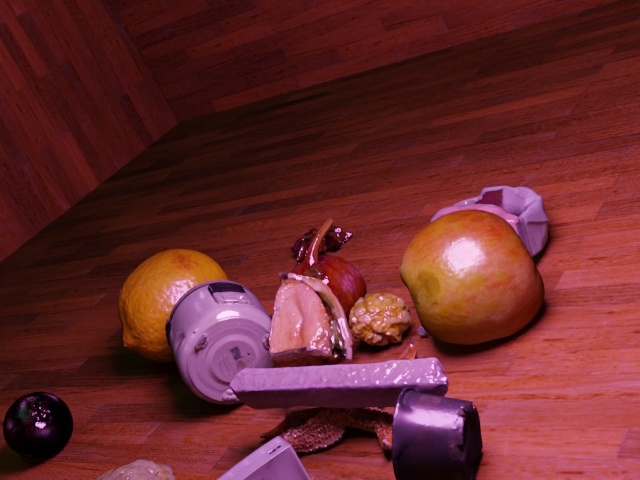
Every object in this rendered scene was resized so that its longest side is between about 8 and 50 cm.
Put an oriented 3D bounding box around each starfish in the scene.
[{"bbox_3d":[0.011,0.287,1.726,0.294,0.084,0.301,-16,28,21],"label":"starfish"}]

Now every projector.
[{"bbox_3d":[-0.092,0.396,1.546,0.147,0.115,0.061,-34,20,-17],"label":"projector"}]

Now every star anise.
[{"bbox_3d":[-0.001,0.000,2.440,0.168,0.057,0.168,-24,22,10],"label":"star anise"}]

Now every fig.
[{"bbox_3d":[-0.002,0.087,2.035,0.175,0.207,0.175,-17,28,10],"label":"fig"}]

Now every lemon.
[{"bbox_3d":[-0.330,0.146,2.229,0.267,0.267,0.267,-23,21,10],"label":"lemon"}]

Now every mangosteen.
[{"bbox_3d":[-0.609,0.405,2.118,0.153,0.152,0.152,-23,21,10],"label":"mangosteen"}]

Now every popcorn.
[{"bbox_3d":[0.113,0.157,1.892,0.121,0.116,0.106,-35,-21,-28],"label":"popcorn"}]

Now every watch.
[{"bbox_3d":[0.356,-0.026,1.996,0.241,0.161,0.253,-27,20,-38],"label":"watch"}]

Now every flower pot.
[{"bbox_3d":[0.176,0.293,1.445,0.107,0.157,0.157,-4,28,20],"label":"flower pot"}]

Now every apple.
[{"bbox_3d":[0.263,0.073,1.758,0.226,0.246,0.246,-30,21,-6],"label":"apple"}]

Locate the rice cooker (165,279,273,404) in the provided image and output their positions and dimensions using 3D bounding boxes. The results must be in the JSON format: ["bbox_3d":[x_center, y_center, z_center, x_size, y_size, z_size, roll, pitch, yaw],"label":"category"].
[{"bbox_3d":[-0.194,0.198,1.989,0.226,0.226,0.244,-30,19,-7],"label":"rice cooker"}]

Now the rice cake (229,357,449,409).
[{"bbox_3d":[0.032,0.239,1.627,0.399,0.070,0.064,-6,44,26],"label":"rice cake"}]

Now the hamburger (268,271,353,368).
[{"bbox_3d":[-0.015,0.161,1.904,0.155,0.135,0.207,-14,51,12],"label":"hamburger"}]

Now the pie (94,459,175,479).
[{"bbox_3d":[-0.346,0.465,1.719,0.201,0.090,0.248,-34,18,-10],"label":"pie"}]

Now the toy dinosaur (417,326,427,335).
[{"bbox_3d":[0.248,0.143,1.849,0.187,0.044,0.106,9,30,45],"label":"toy dinosaur"}]
